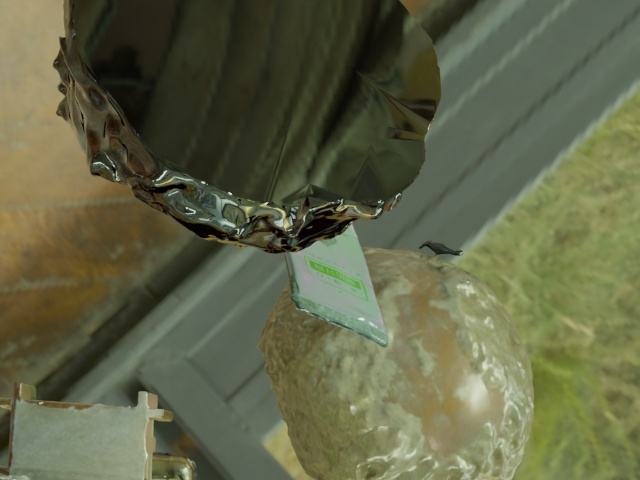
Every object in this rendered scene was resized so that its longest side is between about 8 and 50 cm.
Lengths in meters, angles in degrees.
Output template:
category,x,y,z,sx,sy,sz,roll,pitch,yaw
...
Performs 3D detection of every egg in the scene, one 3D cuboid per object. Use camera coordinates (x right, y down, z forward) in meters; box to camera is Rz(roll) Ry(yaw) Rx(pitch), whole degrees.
category,x,y,z,sx,sy,sz,roll,pitch,yaw
egg,0.079,0.143,1.631,0.279,0.310,0.279,-23,133,-28

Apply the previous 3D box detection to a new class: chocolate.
category,x,y,z,sx,sy,sz,roll,pitch,yaw
chocolate,-0.072,-0.066,0.895,0.206,0.224,0.177,-37,175,-39

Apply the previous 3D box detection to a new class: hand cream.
category,x,y,z,sx,sy,sz,roll,pitch,yaw
hand cream,-0.001,0.001,1.327,0.079,0.275,0.050,-1,117,-7

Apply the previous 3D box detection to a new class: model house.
category,x,y,z,sx,sy,sz,roll,pitch,yaw
model house,-0.184,0.279,1.230,0.244,0.169,0.326,53,37,-80
